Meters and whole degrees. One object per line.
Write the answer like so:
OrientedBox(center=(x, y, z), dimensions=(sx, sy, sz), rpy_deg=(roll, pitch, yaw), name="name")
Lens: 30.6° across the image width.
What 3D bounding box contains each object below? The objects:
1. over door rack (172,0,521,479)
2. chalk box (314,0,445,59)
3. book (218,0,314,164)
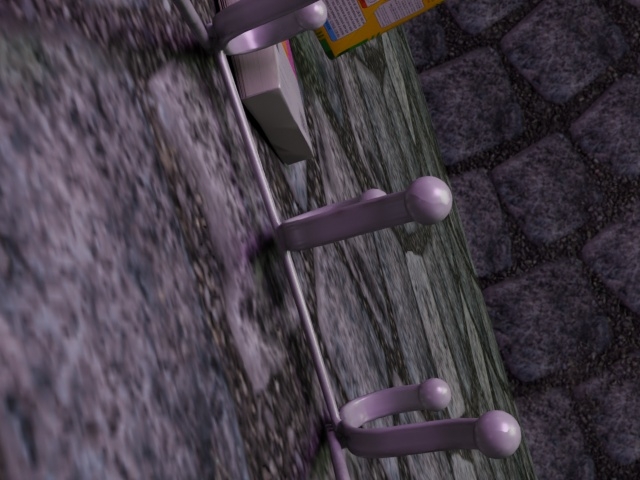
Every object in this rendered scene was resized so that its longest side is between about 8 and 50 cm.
OrientedBox(center=(0.000, 0.000, 0.481), dimensions=(0.324, 0.108, 0.240), rpy_deg=(-33, 104, -79), name="over door rack")
OrientedBox(center=(0.008, -0.268, 0.849), dimensions=(0.213, 0.132, 0.132), rpy_deg=(66, 7, 29), name="chalk box")
OrientedBox(center=(-0.035, -0.130, 0.715), dimensions=(0.096, 0.035, 0.144), rpy_deg=(58, 18, -66), name="book")
